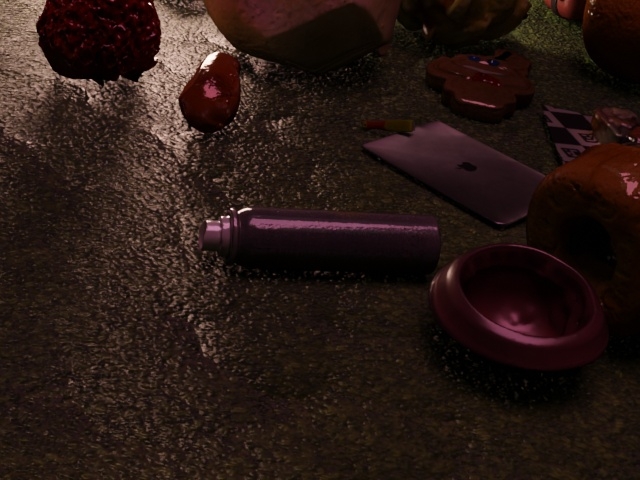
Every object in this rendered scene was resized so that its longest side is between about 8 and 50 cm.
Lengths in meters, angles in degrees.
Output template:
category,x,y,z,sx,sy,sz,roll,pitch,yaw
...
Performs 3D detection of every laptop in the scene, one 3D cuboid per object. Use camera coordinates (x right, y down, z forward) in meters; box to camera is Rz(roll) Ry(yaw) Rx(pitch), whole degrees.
category,x,y,z,sx,sy,sz,roll,pitch,yaw
laptop,0.214,-0.102,1.569,0.269,0.015,0.188,33,37,33

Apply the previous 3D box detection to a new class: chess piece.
category,x,y,z,sx,sy,sz,roll,pitch,yaw
chess piece,0.081,-0.368,1.963,0.092,0.035,0.035,28,34,32

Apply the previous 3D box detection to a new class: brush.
category,x,y,z,sx,sy,sz,roll,pitch,yaw
brush,0.104,-0.175,1.639,0.083,0.018,0.021,3,10,24

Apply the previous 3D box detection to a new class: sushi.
category,x,y,z,sx,sy,sz,roll,pitch,yaw
sushi,0.529,-0.145,1.682,0.320,0.068,0.339,12,30,-5

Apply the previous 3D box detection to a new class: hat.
category,x,y,z,sx,sy,sz,roll,pitch,yaw
hat,0.213,0.086,1.178,0.205,0.089,0.205,6,36,-5

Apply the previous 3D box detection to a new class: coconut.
category,x,y,z,sx,sy,sz,roll,pitch,yaw
coconut,-0.011,-0.448,1.803,0.353,0.352,0.352,8,30,-5

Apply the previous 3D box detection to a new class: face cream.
category,x,y,z,sx,sy,sz,roll,pitch,yaw
face cream,0.000,0.000,1.265,0.283,0.073,0.073,2,31,-15

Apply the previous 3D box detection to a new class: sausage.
category,x,y,z,sx,sy,sz,roll,pitch,yaw
sausage,-0.157,-0.219,1.574,0.089,0.089,0.179,10,32,-2

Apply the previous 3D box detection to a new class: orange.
category,x,y,z,sx,sy,sz,roll,pitch,yaw
orange,0.628,-0.414,2.032,0.264,0.264,0.264,8,30,-5

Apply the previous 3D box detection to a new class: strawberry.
category,x,y,z,sx,sy,sz,roll,pitch,yaw
strawberry,-0.320,-0.330,1.599,0.187,0.201,0.184,20,41,-11

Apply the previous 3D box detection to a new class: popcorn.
category,x,y,z,sx,sy,sz,roll,pitch,yaw
popcorn,0.281,-0.518,2.004,0.326,0.321,0.290,7,24,32

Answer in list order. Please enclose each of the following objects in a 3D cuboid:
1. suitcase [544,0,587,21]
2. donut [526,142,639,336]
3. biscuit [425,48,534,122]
category,x,y,z,sx,sy,sz,roll,pitch,yaw
suitcase,0.623,-0.615,2.307,0.236,0.297,0.161,3,23,-15
donut,0.340,0.001,1.237,0.114,0.226,0.226,-19,41,-32
biscuit,0.292,-0.285,1.885,0.183,0.047,0.320,29,33,22
